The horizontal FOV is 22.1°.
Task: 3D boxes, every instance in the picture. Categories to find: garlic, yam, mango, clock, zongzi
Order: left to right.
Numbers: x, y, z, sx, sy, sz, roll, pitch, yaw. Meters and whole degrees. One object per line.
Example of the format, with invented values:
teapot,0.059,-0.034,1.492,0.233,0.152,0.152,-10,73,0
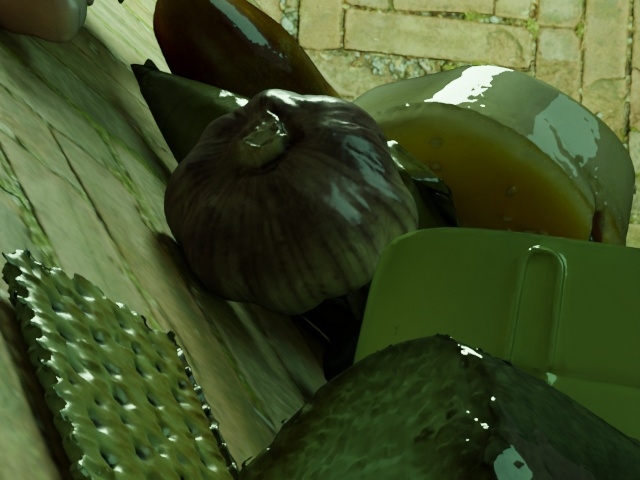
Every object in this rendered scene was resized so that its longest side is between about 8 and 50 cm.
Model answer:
mango,-0.056,-0.139,1.481,0.133,0.111,0.267,33,-4,46
garlic,-0.024,-0.028,0.996,0.159,0.147,0.102,31,-14,37
zongzi,0.000,0.000,1.202,0.289,0.123,0.260,29,-18,42
yam,0.094,0.148,0.606,0.268,0.161,0.161,31,15,-27
clock,0.163,0.115,0.828,0.286,0.117,0.348,8,-22,8

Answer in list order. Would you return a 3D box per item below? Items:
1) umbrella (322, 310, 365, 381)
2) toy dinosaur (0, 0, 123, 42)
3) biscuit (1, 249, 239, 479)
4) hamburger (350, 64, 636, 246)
umbrella,0.122,0.168,1.032,0.326,0.090,0.094,45,12,-18
toy dinosaur,-0.193,-0.197,1.133,0.194,0.152,0.177,41,44,20
biscuit,-0.076,0.074,0.686,0.144,0.016,0.203,41,11,-40
hamburger,0.105,-0.024,1.286,0.227,0.151,0.295,45,-27,-25
